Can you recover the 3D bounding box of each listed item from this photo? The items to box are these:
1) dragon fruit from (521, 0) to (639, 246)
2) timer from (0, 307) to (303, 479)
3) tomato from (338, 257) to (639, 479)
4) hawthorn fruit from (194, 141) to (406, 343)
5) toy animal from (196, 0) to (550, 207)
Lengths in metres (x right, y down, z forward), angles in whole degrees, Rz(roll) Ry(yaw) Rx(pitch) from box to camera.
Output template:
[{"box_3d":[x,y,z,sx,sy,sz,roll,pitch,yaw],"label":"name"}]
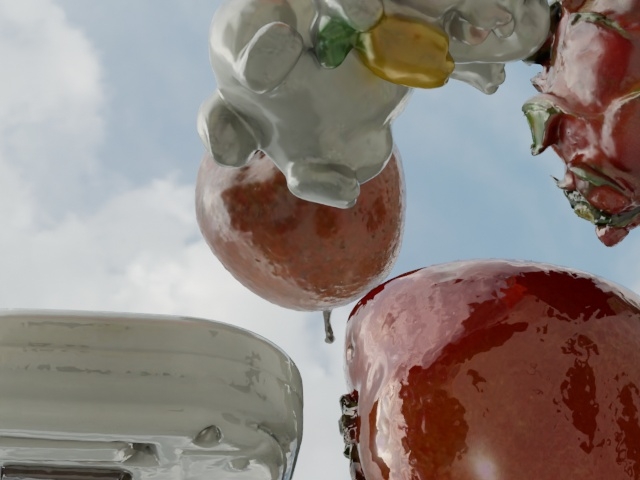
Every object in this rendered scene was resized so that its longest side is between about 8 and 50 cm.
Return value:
[{"box_3d":[0.231,-0.142,1.234,0.200,0.198,0.269,-34,-100,-2],"label":"dragon fruit"},{"box_3d":[-0.133,0.130,0.947,0.237,0.262,0.087,1,-120,-6],"label":"timer"},{"box_3d":[0.161,0.163,1.289,0.289,0.325,0.293,-6,-109,0],"label":"tomato"},{"box_3d":[-0.003,-0.035,1.686,0.263,0.235,0.231,37,-91,-11],"label":"hawthorn fruit"},{"box_3d":[0.055,-0.174,1.010,0.208,0.154,0.325,19,-72,-27],"label":"toy animal"}]
